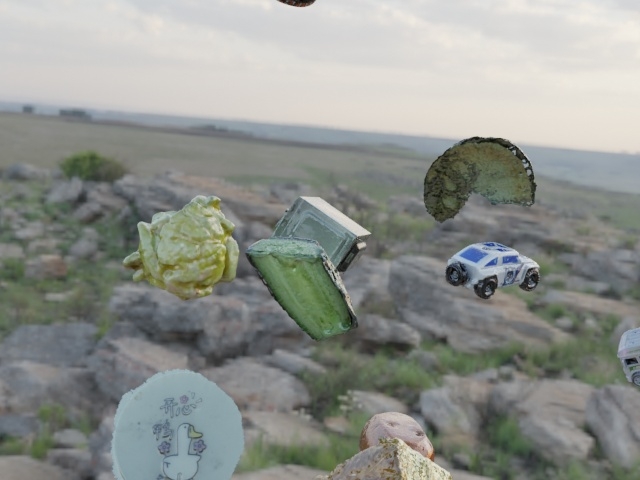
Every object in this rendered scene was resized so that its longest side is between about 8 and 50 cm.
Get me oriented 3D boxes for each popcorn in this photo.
[{"bbox_3d":[-0.241,0.021,1.763,0.187,0.167,0.185,-15,10,34],"label":"popcorn"}]

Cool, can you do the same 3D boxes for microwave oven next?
[{"bbox_3d":[0.000,0.000,2.047,0.163,0.129,0.205,36,8,9],"label":"microwave oven"}]

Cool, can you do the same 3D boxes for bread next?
[{"bbox_3d":[0.108,0.561,1.862,0.207,0.279,0.279,41,27,-30],"label":"bread"}]

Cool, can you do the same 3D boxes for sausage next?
[{"bbox_3d":[0.165,0.472,2.226,0.153,0.141,0.268,5,6,-8],"label":"sausage"}]

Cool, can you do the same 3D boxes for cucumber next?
[{"bbox_3d":[-0.016,0.064,1.571,0.115,0.193,0.086,-24,15,25],"label":"cucumber"}]

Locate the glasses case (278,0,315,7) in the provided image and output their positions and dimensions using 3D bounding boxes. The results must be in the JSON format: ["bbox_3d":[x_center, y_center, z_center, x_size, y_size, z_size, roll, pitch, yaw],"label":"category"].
[{"bbox_3d":[-0.028,-0.443,1.401,0.103,0.266,0.067,19,-27,-18],"label":"glasses case"}]

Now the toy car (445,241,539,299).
[{"bbox_3d":[0.266,0.044,1.572,0.171,0.070,0.080,-5,21,-38],"label":"toy car"}]

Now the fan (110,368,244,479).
[{"bbox_3d":[-0.231,0.413,1.647,0.233,0.414,0.012,-10,-20,7],"label":"fan"}]

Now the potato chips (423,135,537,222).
[{"bbox_3d":[0.293,-0.108,1.892,0.220,0.202,0.029,-27,36,24],"label":"potato chips"}]

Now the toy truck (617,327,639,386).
[{"bbox_3d":[0.739,0.224,2.122,0.216,0.116,0.110,-18,23,36],"label":"toy truck"}]
